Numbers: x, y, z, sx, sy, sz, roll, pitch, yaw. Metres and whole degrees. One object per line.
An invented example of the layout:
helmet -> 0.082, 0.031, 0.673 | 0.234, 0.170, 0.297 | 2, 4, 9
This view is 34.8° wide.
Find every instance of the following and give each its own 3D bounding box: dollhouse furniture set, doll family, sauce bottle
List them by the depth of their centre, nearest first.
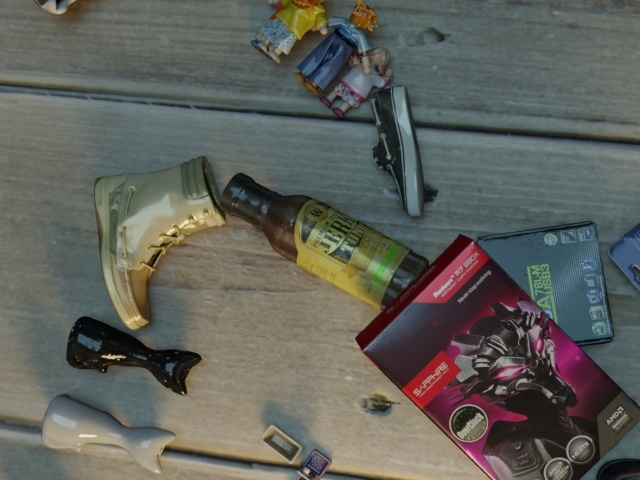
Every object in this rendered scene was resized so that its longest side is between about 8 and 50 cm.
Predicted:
dollhouse furniture set -> -0.058, 0.348, 1.582 | 0.114, 0.081, 0.091 | 35, 88, 13
sauce bottle -> 0.000, 0.000, 1.614 | 0.344, 0.111, 0.111 | 27, 86, 11
doll family -> 0.006, -0.332, 1.662 | 0.263, 0.118, 0.163 | 41, 92, 11

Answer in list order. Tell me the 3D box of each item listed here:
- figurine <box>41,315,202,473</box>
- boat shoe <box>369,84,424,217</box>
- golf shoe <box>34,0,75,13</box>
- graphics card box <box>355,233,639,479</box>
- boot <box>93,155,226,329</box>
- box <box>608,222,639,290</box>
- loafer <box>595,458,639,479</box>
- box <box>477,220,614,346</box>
figurine -> -0.317, 0.252, 1.641 | 0.210, 0.092, 0.214 | 16, 85, 7
boat shoe -> 0.121, -0.139, 1.639 | 0.070, 0.078, 0.219 | -11, 76, 13
golf shoe -> -0.384, -0.495, 1.739 | 0.273, 0.105, 0.120 | -48, 44, 9
graphics card box -> 0.261, 0.200, 1.499 | 0.233, 0.094, 0.371 | -44, 95, 1
boot -> -0.252, 0.001, 1.666 | 0.204, 0.095, 0.261 | -12, 75, 6
box -> 0.567, 0.000, 1.562 | 0.225, 0.036, 0.136 | -38, 77, 0
loafer -> 0.557, 0.364, 1.474 | 0.303, 0.095, 0.109 | -1, 79, 9
box -> 0.346, 0.076, 1.581 | 0.184, 0.045, 0.190 | -7, 80, 5
